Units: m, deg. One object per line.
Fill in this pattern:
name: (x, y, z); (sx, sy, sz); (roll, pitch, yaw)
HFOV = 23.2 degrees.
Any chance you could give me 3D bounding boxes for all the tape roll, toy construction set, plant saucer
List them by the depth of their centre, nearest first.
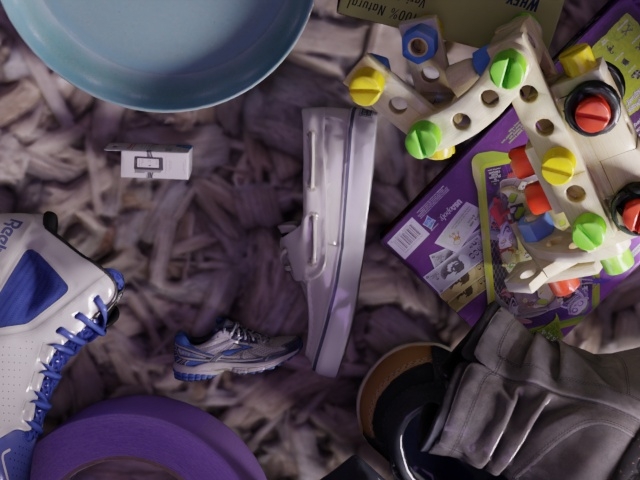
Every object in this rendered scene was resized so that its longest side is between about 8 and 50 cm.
toy construction set: (0.186, -0.067, 1.398); (0.215, 0.151, 0.327); (-20, 124, 23)
plant saucer: (-0.155, -0.275, 1.467); (0.318, 0.043, 0.317); (3, 116, 7)
tape roll: (-0.186, 0.299, 1.578); (0.275, 0.090, 0.274); (1, 96, 8)

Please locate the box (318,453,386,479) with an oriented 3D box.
box: (0.115, 0.537, 1.393); (0.297, 0.471, 0.480); (-39, 121, 6)

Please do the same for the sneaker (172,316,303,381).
sneaker: (-0.086, 0.105, 1.580); (0.135, 0.052, 0.058); (-9, 98, 1)

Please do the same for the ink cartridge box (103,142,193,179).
ink cartridge box: (-0.170, -0.079, 1.540); (0.083, 0.048, 0.028); (3, 102, 0)

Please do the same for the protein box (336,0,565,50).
protein box: (0.136, -0.298, 1.427); (0.200, 0.136, 0.201); (13, 118, -3)

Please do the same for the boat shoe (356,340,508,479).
boat shoe: (0.255, 0.280, 1.568); (0.500, 0.156, 0.186); (34, 98, -9)

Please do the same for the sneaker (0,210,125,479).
sneaker: (-0.274, 0.098, 1.502); (0.182, 0.127, 0.315); (-6, 70, -8)

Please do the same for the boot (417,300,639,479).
boot: (0.247, 0.118, 1.482); (0.223, 0.338, 0.118); (33, 135, 8)

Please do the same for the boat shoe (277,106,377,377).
boat shoe: (0.000, 0.000, 1.536); (0.088, 0.096, 0.267); (7, 101, 2)

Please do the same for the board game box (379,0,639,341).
board game box: (0.251, -0.056, 1.550); (0.208, 0.056, 0.347); (44, 99, -5)
